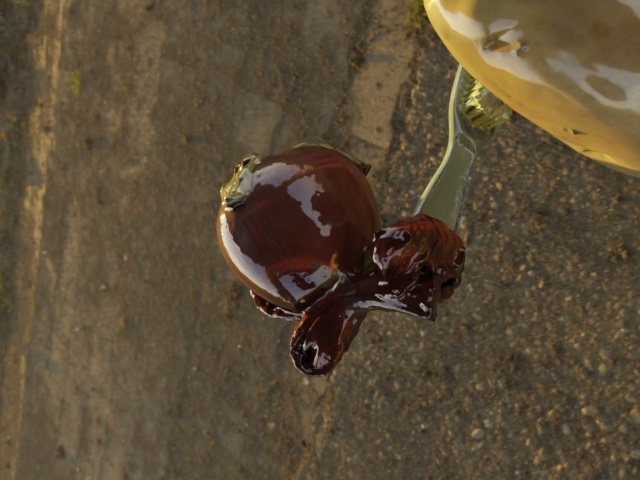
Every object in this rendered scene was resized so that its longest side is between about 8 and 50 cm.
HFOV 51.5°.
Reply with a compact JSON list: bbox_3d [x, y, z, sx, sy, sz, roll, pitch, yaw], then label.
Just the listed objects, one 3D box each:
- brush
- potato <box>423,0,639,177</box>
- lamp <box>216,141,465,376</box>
[{"bbox_3d":[0.155,-0.113,0.633,0.060,0.068,0.297,-25,40,65],"label":"brush"},{"bbox_3d":[0.176,-0.102,0.382,0.161,0.235,0.128,20,94,54],"label":"potato"},{"bbox_3d":[0.005,-0.006,0.607,0.223,0.151,0.215,49,129,3],"label":"lamp"}]
